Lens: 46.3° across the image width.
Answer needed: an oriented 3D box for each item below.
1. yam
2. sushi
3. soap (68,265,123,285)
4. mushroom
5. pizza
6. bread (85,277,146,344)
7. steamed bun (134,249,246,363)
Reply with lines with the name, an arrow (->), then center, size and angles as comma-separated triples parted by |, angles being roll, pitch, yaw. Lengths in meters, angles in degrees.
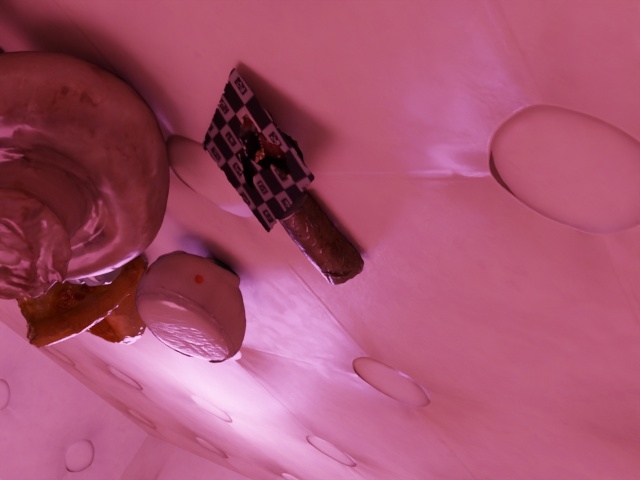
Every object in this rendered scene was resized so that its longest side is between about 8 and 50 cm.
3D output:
yam -> 0.000, 0.000, 0.900 | 0.054, 0.054, 0.132 | 2, 141, 47
sushi -> -0.064, -0.096, 0.822 | 0.139, 0.031, 0.201 | 54, 156, 2
soap -> -0.478, -0.126, 1.096 | 0.261, 0.156, 0.446 | 2, 142, 51
mushroom -> -0.325, -0.054, 0.858 | 0.297, 0.290, 0.297 | 2, 133, 2
pizza -> -0.459, 0.025, 1.272 | 0.075, 0.280, 0.287 | -24, 111, 43
bread -> -0.434, 0.099, 1.484 | 0.244, 0.134, 0.244 | 27, 152, 16
steamed bun -> -0.202, 0.098, 1.214 | 0.177, 0.130, 0.228 | 10, 147, 20
